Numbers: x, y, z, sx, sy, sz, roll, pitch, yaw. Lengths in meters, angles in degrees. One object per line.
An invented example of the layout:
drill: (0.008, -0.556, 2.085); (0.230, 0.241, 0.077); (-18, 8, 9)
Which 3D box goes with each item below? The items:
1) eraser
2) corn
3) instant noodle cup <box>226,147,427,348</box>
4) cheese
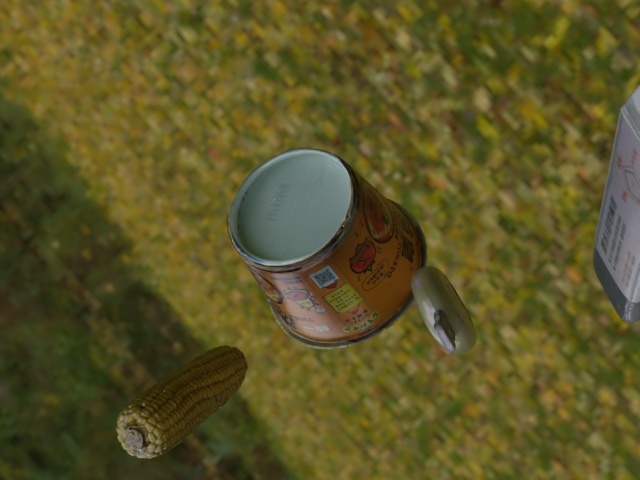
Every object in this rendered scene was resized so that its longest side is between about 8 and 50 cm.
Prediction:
eraser: (0.311, -0.037, 1.593); (0.352, 0.061, 0.089); (86, 161, -60)
corn: (-0.163, 0.195, 2.084); (0.080, 0.231, 0.080); (13, 117, 29)
instant noodle cup: (0.000, 0.000, 2.024); (0.216, 0.216, 0.172); (37, 172, 37)
cheese: (0.122, 0.078, 1.666); (0.097, 0.037, 0.192); (58, -173, -4)
